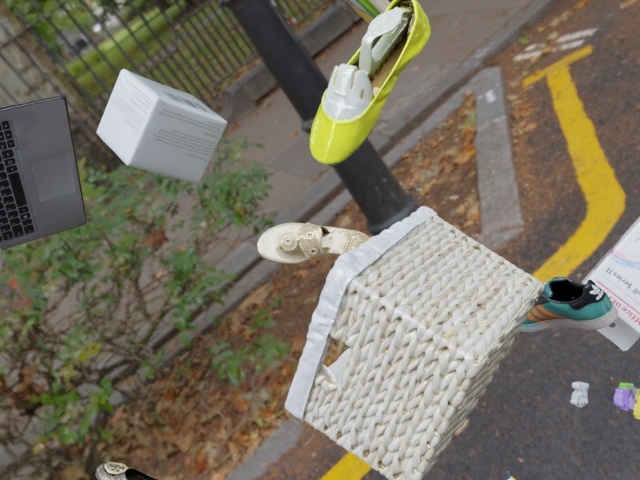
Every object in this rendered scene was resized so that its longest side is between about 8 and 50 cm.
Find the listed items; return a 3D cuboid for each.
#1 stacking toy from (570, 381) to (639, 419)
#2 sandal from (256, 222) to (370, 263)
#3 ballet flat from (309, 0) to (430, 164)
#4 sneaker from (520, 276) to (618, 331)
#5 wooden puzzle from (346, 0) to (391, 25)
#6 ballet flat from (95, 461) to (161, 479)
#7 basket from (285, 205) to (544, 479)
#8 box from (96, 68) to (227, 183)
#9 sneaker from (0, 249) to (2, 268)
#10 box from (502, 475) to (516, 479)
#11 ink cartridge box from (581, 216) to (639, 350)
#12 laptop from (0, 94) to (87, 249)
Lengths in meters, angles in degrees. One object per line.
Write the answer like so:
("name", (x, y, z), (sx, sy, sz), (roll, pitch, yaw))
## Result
("stacking toy", (0.652, 0.331, 1.358), (0.167, 0.221, 0.052), (-1, 83, 59))
("sandal", (-0.001, -0.006, 1.297), (0.079, 0.240, 0.088), (131, 137, -59))
("ballet flat", (0.052, -0.197, 0.775), (0.077, 0.077, 0.231), (29, 76, 24))
("sneaker", (0.546, 0.142, 1.573), (0.302, 0.121, 0.108), (-12, 29, 52))
("wooden puzzle", (0.077, -0.448, 1.212), (0.044, 0.221, 0.238), (-46, 28, 13))
("ballet flat", (-0.329, 0.499, 1.318), (0.058, 0.250, 0.084), (-64, -2, 12))
("basket", (0.158, 0.173, 1.115), (0.266, 0.328, 0.331), (32, 35, 22))
("box", (-0.188, -0.133, 0.777), (0.102, 0.101, 0.087), (39, 108, 40))
("sneaker", (-0.599, 0.030, 1.039), (0.121, 0.079, 0.217), (-9, 1, -6))
("box", (0.231, 0.324, 0.676), (0.059, 0.054, 0.169), (-21, 27, -19))
("ink cartridge box", (0.789, 0.097, 1.610), (0.353, 0.207, 0.119), (-55, -16, 18))
("laptop", (-0.635, -0.020, 1.261), (0.408, 0.382, 0.236), (-20, 59, -26))
